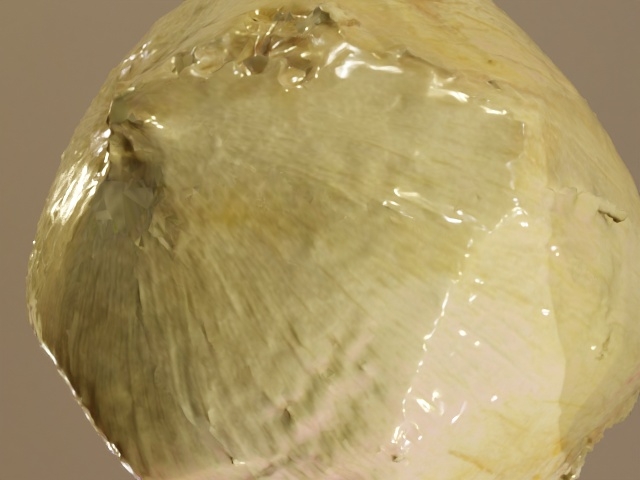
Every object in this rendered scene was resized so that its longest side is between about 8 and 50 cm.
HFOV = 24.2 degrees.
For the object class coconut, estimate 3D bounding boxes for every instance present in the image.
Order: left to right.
[{"bbox_3d":[0.000,0.000,0.947,0.404,0.404,0.405,32,-45,40],"label":"coconut"}]
